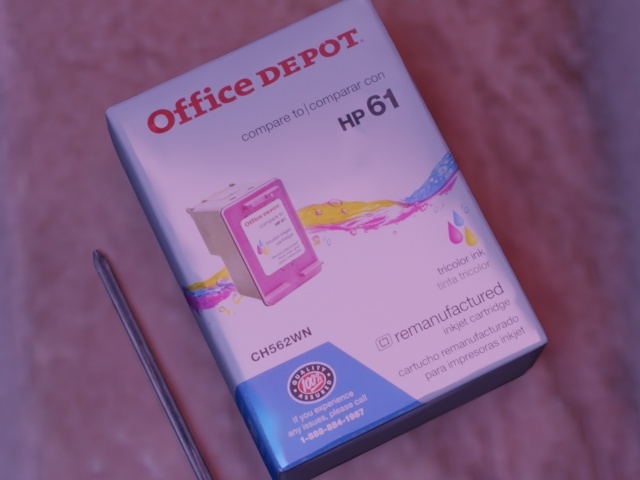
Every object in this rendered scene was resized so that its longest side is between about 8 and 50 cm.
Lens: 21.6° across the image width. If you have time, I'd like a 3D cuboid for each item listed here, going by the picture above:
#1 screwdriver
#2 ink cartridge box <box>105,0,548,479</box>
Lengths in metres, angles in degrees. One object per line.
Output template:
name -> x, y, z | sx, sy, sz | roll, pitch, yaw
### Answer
screwdriver -> -0.033, 0.076, 0.509 | 0.024, 0.025, 0.170 | -27, 69, -6
ink cartridge box -> 0.000, 0.000, 0.507 | 0.088, 0.052, 0.122 | -26, 76, -6
